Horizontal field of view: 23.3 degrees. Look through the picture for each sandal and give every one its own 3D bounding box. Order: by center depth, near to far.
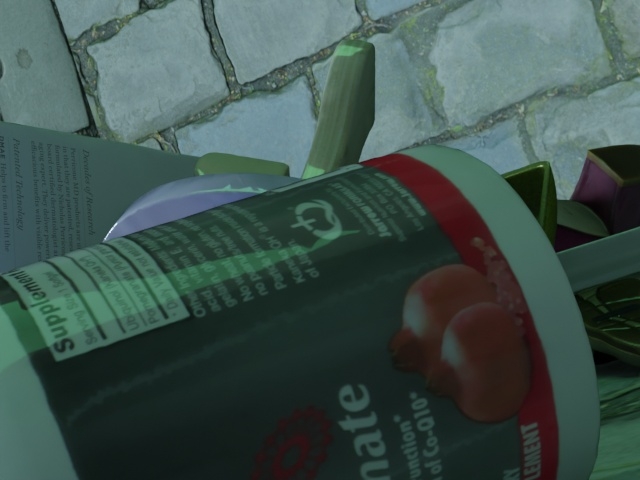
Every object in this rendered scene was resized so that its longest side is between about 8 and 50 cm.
[{"bbox_3d":[0.212,0.067,1.096,0.072,0.049,0.180,-15,14,-6],"label":"sandal"}]

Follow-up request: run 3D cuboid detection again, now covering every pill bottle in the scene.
[{"bbox_3d":[-0.062,0.084,0.631,0.319,0.176,0.176,-18,0,-21],"label":"pill bottle"}]

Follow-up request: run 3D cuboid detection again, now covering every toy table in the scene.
[{"bbox_3d":[0.000,0.000,1.114,0.274,0.252,0.161,19,37,9],"label":"toy table"}]

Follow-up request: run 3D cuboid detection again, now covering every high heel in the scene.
[{"bbox_3d":[0.163,0.016,1.476,0.377,0.181,0.127,-5,38,-23],"label":"high heel"}]

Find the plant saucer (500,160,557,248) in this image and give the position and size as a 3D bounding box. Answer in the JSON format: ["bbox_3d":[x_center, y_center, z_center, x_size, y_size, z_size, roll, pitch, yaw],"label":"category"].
[{"bbox_3d":[0.112,0.051,1.194,0.045,0.188,0.188,27,-29,-33],"label":"plant saucer"}]

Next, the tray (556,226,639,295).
[{"bbox_3d":[0.247,0.042,1.335,0.270,0.030,0.145,-18,-28,6],"label":"tray"}]

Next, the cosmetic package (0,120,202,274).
[{"bbox_3d":[-0.255,0.006,1.326,0.217,0.156,0.385,-15,-14,40],"label":"cosmetic package"}]
